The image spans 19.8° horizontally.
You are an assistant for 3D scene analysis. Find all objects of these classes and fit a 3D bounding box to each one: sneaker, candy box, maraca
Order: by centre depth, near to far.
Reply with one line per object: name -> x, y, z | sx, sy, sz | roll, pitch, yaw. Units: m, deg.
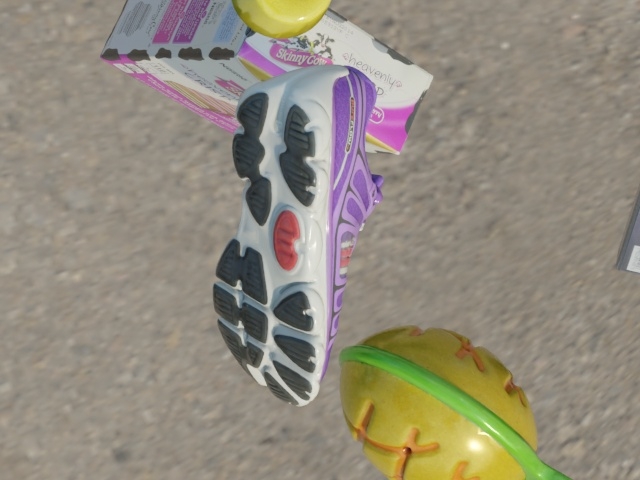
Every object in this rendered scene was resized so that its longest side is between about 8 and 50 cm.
sneaker -> 0.000, 0.000, 0.832 | 0.068, 0.071, 0.170 | 32, 127, 34
maraca -> 0.089, 0.120, 1.143 | 0.185, 0.127, 0.099 | 37, 77, -16
candy box -> -0.046, -0.133, 1.406 | 0.233, 0.159, 0.071 | 7, 71, 59

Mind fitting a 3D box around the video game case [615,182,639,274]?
video game case -> 0.364, 0.002, 1.339 | 0.274, 0.196, 0.026 | 11, 66, 6

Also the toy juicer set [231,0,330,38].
toy juicer set -> 0.043, -0.298, 1.192 | 0.329, 0.089, 0.209 | -35, 100, -4
